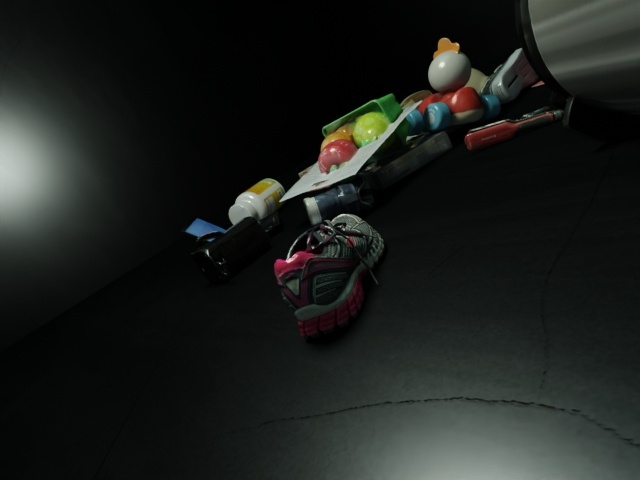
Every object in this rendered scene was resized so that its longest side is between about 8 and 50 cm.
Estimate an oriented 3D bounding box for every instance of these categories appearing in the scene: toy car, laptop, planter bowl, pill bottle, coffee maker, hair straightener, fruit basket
[{"bbox_3d":[0.352,-0.436,1.134,0.219,0.237,0.210,-15,12,-21],"label":"toy car"},{"bbox_3d":[-0.278,-0.063,1.304,0.264,0.136,0.234,-29,16,0],"label":"laptop"},{"bbox_3d":[0.520,-0.511,1.381,0.109,0.162,0.162,15,41,35],"label":"planter bowl"},{"bbox_3d":[-0.246,-0.138,1.561,0.136,0.136,0.245,-20,17,32],"label":"pill bottle"},{"bbox_3d":[-0.221,0.027,1.063,0.171,0.120,0.178,19,47,39],"label":"coffee maker"},{"bbox_3d":[0.439,-0.265,0.886,0.231,0.047,0.089,-18,19,35],"label":"hair straightener"},{"bbox_3d":[0.083,-0.232,1.094,0.327,0.165,0.353,-12,37,51],"label":"fruit basket"}]

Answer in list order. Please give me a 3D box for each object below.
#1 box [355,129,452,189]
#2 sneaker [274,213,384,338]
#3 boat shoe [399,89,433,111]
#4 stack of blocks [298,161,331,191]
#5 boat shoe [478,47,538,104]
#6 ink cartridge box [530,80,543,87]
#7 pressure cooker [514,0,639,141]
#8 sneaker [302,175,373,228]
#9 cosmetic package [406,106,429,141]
[{"bbox_3d":[0.223,-0.224,1.136,0.231,0.056,0.183,-32,14,-7],"label":"box"},{"bbox_3d":[0.021,0.016,0.615,0.121,0.112,0.299,-24,15,20],"label":"sneaker"},{"bbox_3d":[0.410,-0.592,1.913,0.324,0.122,0.120,-38,20,-1],"label":"boat shoe"},{"bbox_3d":[0.077,-0.315,1.642,0.297,0.087,0.171,-36,16,-22],"label":"stack of blocks"},{"bbox_3d":[0.597,-0.521,1.294,0.335,0.121,0.119,-39,15,-34],"label":"boat shoe"},{"bbox_3d":[0.796,-0.553,1.146,0.296,0.066,0.261,-30,15,-3],"label":"ink cartridge box"},{"bbox_3d":[0.460,-0.343,0.478,0.370,0.375,0.420,-31,15,5],"label":"pressure cooker"},{"bbox_3d":[0.043,-0.091,0.994,0.164,0.086,0.226,-21,6,-3],"label":"sneaker"},{"bbox_3d":[0.298,-0.364,1.345,0.086,0.117,0.231,-22,15,29],"label":"cosmetic package"}]
